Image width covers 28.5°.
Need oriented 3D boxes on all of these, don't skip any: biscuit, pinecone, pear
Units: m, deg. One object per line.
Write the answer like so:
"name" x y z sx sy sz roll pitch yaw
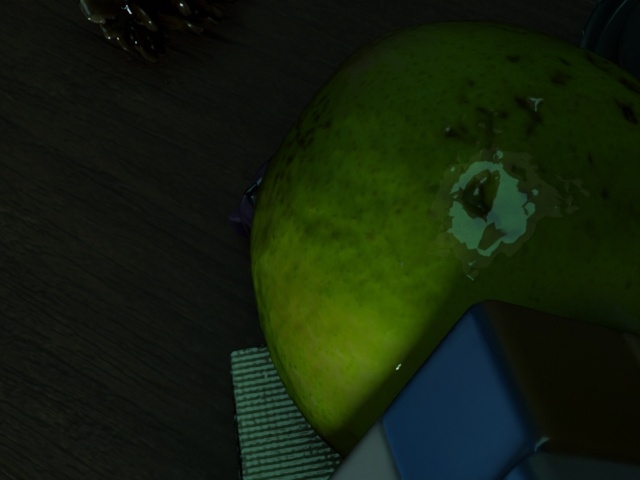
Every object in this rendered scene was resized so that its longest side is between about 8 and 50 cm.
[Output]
"biscuit" -0.017 0.187 1.132 0.121 0.040 0.199 -7 62 1
"pinecone" -0.176 -0.288 1.353 0.195 0.150 0.179 -20 55 -7
"pear" 0.117 0.002 0.977 0.391 0.391 0.391 -3 61 6

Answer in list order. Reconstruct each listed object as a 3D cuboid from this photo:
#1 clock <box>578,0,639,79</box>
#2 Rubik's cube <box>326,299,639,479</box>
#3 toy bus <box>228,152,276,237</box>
"clock" 0.385 -0.192 1.222 0.281 0.055 0.280 -20 47 23
"Rubik's cube" 0.186 0.291 0.769 0.347 0.347 0.344 13 37 -27
"toy bus" 0.000 0.000 1.206 0.098 0.087 0.178 -44 67 -9
